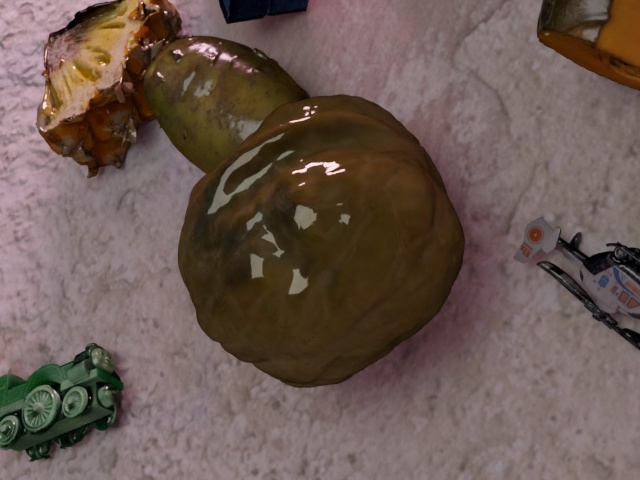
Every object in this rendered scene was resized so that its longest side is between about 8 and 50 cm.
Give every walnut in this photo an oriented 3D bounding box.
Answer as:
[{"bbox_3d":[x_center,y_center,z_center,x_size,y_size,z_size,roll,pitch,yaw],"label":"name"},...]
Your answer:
[{"bbox_3d":[0.000,-0.001,1.641,0.277,0.282,0.253,-41,95,8],"label":"walnut"}]

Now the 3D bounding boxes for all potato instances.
[{"bbox_3d":[-0.098,-0.143,1.841,0.251,0.113,0.149,31,85,28],"label":"potato"}]

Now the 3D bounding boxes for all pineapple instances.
[{"bbox_3d":[-0.258,-0.201,1.979,0.186,0.114,0.236,24,79,37],"label":"pineapple"}]

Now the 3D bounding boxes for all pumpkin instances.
[{"bbox_3d":[0.340,-0.200,1.517,0.280,0.190,0.139,25,88,36],"label":"pumpkin"}]

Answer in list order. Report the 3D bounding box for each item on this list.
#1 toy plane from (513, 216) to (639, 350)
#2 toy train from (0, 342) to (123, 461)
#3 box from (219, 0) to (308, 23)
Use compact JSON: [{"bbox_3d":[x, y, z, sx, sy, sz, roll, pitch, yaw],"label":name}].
[{"bbox_3d":[0.270,0.034,1.573,0.197,0.053,0.078,38,106,32],"label":"toy plane"},{"bbox_3d":[-0.304,0.185,1.895,0.178,0.071,0.105,-25,52,27],"label":"toy train"},{"bbox_3d":[-0.083,-0.435,1.832,0.116,0.261,0.279,-10,61,-15],"label":"box"}]
